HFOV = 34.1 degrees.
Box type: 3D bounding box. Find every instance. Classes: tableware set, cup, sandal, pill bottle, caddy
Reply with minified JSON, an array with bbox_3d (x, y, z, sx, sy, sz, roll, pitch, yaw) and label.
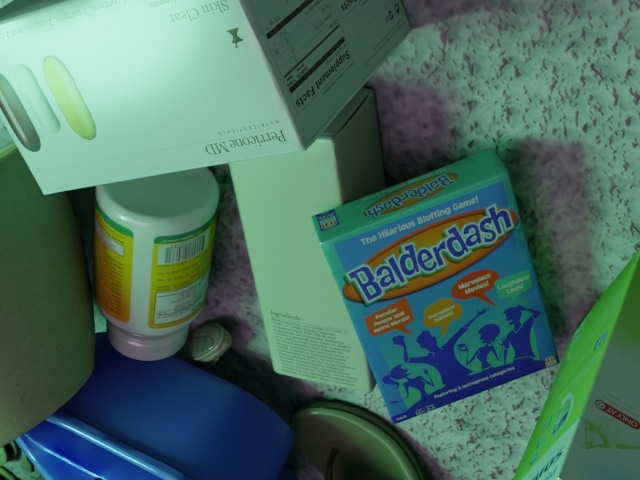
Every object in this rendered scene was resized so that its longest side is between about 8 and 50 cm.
[{"bbox_3d":[-0.484,0.334,1.527,0.128,0.039,0.194,20,132,17],"label":"tableware set"},{"bbox_3d":[-0.360,0.076,1.042,0.331,0.331,0.237,-18,109,39],"label":"cup"},{"bbox_3d":[0.066,0.304,1.120,0.120,0.086,0.302,-37,84,40],"label":"sandal"},{"bbox_3d":[-0.168,0.021,1.045,0.118,0.117,0.208,24,133,14],"label":"pill bottle"},{"bbox_3d":[-0.185,0.258,1.162,0.341,0.179,0.241,22,144,19],"label":"caddy"}]

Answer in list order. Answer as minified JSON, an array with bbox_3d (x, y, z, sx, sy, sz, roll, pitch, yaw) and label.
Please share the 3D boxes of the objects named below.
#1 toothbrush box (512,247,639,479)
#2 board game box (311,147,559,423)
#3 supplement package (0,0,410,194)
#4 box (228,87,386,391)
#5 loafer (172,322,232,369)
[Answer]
[{"bbox_3d":[0.273,0.163,0.776,0.206,0.283,0.122,32,134,7],"label":"toothbrush box"},{"bbox_3d":[0.102,0.044,0.884,0.160,0.047,0.210,-21,122,2],"label":"board game box"},{"bbox_3d":[-0.100,-0.159,0.807,0.262,0.204,0.145,-7,120,34],"label":"supplement package"},{"bbox_3d":[0.000,0.000,0.945,0.113,0.094,0.275,9,127,24],"label":"box"},{"bbox_3d":[-0.132,0.123,1.161,0.039,0.045,0.125,31,145,-30],"label":"loafer"}]
